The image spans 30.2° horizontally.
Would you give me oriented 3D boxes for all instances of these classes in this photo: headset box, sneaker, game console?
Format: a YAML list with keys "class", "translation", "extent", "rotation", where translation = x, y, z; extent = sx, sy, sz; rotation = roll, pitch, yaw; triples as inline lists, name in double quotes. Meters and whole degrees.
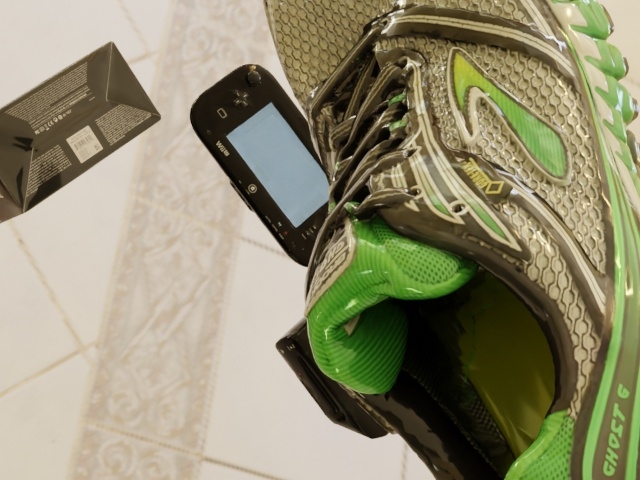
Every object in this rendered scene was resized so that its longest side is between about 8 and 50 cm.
- class: "headset box"
  translation: [-0.359, -0.102, 1.396]
  extent: [0.218, 0.293, 0.110]
  rotation: [-41, 106, -36]
- class: "sneaker"
  translation: [0.052, -0.021, 0.456]
  extent: [0.146, 0.134, 0.344]
  rotation: [0, 45, -34]
- class: "game console"
  translation: [0.000, 0.000, 1.145]
  extent: [0.361, 0.044, 0.213]
  rotation: [53, 53, -6]
